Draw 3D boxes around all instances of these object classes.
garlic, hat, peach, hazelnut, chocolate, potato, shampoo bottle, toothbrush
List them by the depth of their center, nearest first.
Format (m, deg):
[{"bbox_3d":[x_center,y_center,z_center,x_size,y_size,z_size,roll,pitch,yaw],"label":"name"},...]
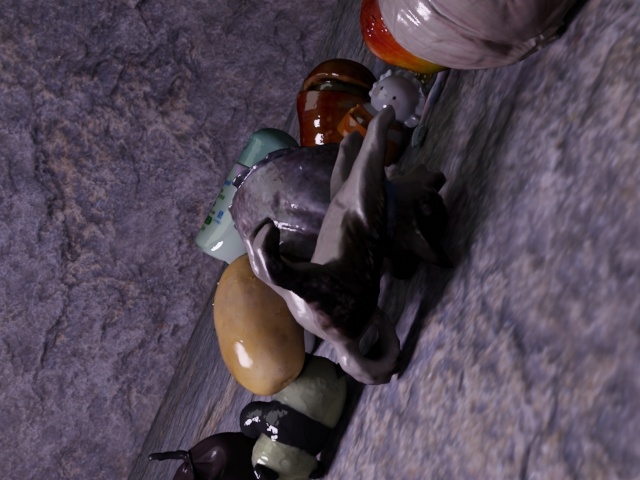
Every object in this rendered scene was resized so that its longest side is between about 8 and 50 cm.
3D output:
[{"bbox_3d":[0.240,-0.378,1.163,0.317,0.259,0.317,-33,0,0],"label":"garlic"},{"bbox_3d":[-0.097,0.129,1.293,0.150,0.146,0.234,93,174,-62],"label":"potato"},{"bbox_3d":[0.000,0.000,1.433,0.303,0.303,0.213,-55,39,39],"label":"chocolate"},{"bbox_3d":[0.185,-0.418,1.503,0.231,0.231,0.231,-59,15,27],"label":"peach"},{"bbox_3d":[0.225,-0.298,1.577,0.027,0.021,0.269,-3,63,61],"label":"toothbrush"},{"bbox_3d":[-0.247,0.516,1.603,0.336,0.208,0.238,-67,16,1],"label":"hat"},{"bbox_3d":[0.050,-0.289,1.899,0.217,0.217,0.252,158,125,-71],"label":"hazelnut"},{"bbox_3d":[-0.167,-0.110,2.006,0.350,0.151,0.222,-62,14,-1],"label":"shampoo bottle"}]

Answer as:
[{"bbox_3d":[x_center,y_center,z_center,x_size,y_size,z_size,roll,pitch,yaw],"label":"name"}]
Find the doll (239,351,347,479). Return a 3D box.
[{"bbox_3d":[-0.039,0.290,1.336,0.135,0.143,0.234,10,71,61],"label":"doll"}]

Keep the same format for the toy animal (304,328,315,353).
[{"bbox_3d":[-0.044,0.140,1.636,0.193,0.127,0.178,-63,16,9],"label":"toy animal"}]

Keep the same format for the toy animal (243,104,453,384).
[{"bbox_3d":[0.078,0.017,1.219,0.344,0.303,0.194,-45,11,-21],"label":"toy animal"}]

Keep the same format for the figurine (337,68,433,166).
[{"bbox_3d":[0.133,-0.246,1.650,0.271,0.143,0.143,-45,15,1],"label":"figurine"}]
